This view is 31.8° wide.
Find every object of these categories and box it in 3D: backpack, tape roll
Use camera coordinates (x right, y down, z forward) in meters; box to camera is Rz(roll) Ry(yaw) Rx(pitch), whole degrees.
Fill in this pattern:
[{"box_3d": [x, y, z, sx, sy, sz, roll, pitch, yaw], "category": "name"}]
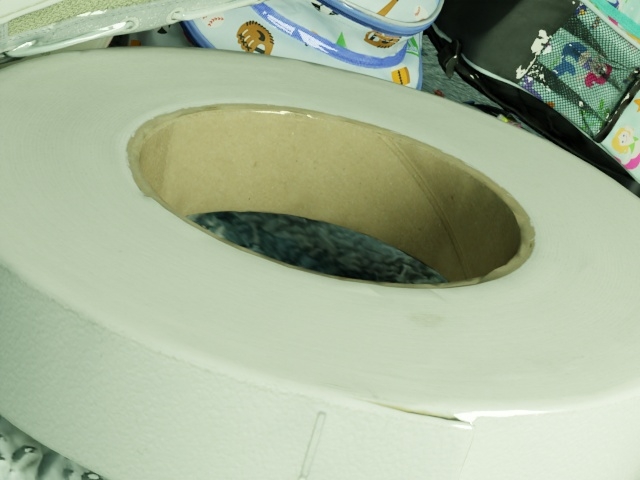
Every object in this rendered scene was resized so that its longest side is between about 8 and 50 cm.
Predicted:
[{"box_3d": [-0.025, -0.178, 0.872, 0.276, 0.213, 0.263, 19, 59, -19], "category": "backpack"}, {"box_3d": [0.237, -0.172, 1.016, 0.253, 0.191, 0.225, 36, 14, -28], "category": "backpack"}, {"box_3d": [0.000, 0.000, 0.571, 0.392, 0.072, 0.392, 12, 26, -6], "category": "tape roll"}]

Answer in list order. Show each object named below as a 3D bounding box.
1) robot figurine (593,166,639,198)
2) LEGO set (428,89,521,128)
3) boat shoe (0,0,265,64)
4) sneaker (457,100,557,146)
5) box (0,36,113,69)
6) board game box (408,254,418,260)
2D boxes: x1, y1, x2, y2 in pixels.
[{"box_3d": [0.427, -0.083, 1.425, 0.209, 0.174, 0.278, 27, 21, -23], "category": "robot figurine"}, {"box_3d": [0.121, -0.110, 1.104, 0.132, 0.107, 0.287, 34, 16, -12], "category": "LEGO set"}, {"box_3d": [-0.150, -0.157, 0.671, 0.320, 0.103, 0.118, -21, 54, -13], "category": "boat shoe"}, {"box_3d": [0.243, -0.103, 1.332, 0.217, 0.079, 0.121, 35, 21, 8], "category": "sneaker"}, {"box_3d": [-0.230, -0.233, 0.818, 0.126, 0.149, 0.232, 16, 26, -40], "category": "box"}, {"box_3d": [0.122, 0.023, 0.802, 0.211, 0.039, 0.160, 31, 2, 38], "category": "board game box"}]
